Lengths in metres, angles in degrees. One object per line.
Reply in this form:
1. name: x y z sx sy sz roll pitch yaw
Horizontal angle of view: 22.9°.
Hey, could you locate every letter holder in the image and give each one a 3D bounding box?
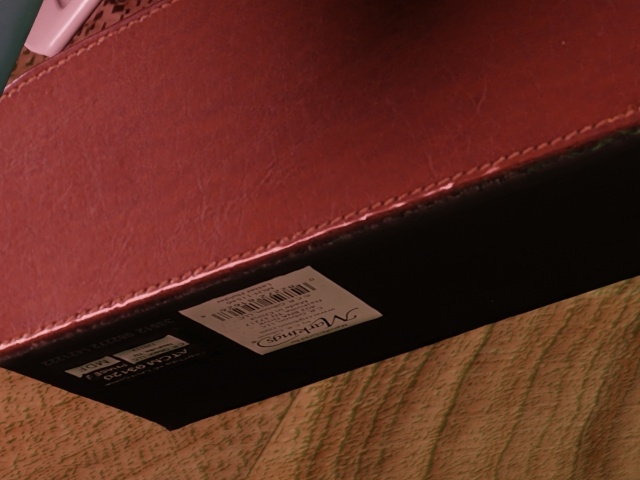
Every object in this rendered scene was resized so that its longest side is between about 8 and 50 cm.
1. letter holder: 0.010 -0.073 0.687 0.301 0.215 0.152 -20 156 20

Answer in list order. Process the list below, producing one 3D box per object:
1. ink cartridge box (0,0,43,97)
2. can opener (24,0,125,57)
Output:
1. ink cartridge box: -0.130 -0.231 0.392 0.151 0.270 0.395 0 139 -34
2. can opener: -0.064 -0.188 0.661 0.280 0.074 0.093 -43 141 24
